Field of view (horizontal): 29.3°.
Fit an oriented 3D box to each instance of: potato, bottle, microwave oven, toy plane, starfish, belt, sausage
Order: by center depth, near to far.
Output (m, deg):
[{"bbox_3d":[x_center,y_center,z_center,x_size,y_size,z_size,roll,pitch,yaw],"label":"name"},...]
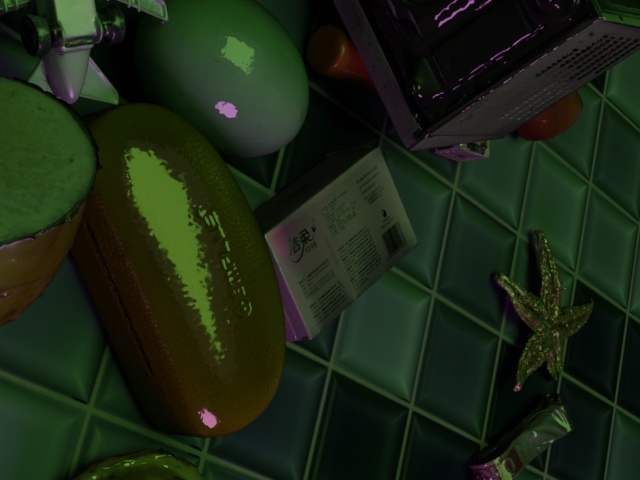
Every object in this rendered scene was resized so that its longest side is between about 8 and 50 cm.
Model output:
[{"bbox_3d":[-0.364,-0.031,1.077,0.299,0.196,0.246,18,46,-13],"label":"potato"},{"bbox_3d":[-0.251,-0.246,1.170,0.251,0.101,0.255,-15,112,-34],"label":"toy plane"},{"bbox_3d":[0.179,-0.353,1.521,0.247,0.333,0.394,-9,70,-52],"label":"microwave oven"},{"bbox_3d":[0.064,-0.231,1.624,0.187,0.069,0.069,14,75,-47],"label":"bottle"},{"bbox_3d":[0.301,0.293,1.793,0.232,0.071,0.053,-31,100,-44],"label":"belt"},{"bbox_3d":[0.295,-0.272,1.840,0.259,0.113,0.113,54,51,-27],"label":"sausage"},{"bbox_3d":[0.349,0.105,1.887,0.295,0.048,0.231,-29,105,-45],"label":"starfish"}]

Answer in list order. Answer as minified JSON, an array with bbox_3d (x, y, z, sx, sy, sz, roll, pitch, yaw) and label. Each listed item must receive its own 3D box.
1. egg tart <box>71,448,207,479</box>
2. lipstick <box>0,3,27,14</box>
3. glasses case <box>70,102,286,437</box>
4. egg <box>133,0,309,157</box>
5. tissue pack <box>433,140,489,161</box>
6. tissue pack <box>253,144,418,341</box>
[{"bbox_3d":[-0.166,0.371,1.264,0.315,0.120,0.315,7,81,-45],"label":"egg tart"},{"bbox_3d":[-0.250,-0.312,1.305,0.304,0.076,0.076,-36,110,-44],"label":"lipstick"},{"bbox_3d":[-0.148,0.027,1.314,0.173,0.141,0.371,-35,110,-44],"label":"glasses case"},{"bbox_3d":[-0.107,-0.186,1.366,0.231,0.168,0.168,41,57,-38],"label":"egg"},{"bbox_3d":[0.203,-0.167,1.764,0.074,0.059,0.094,14,74,-42],"label":"tissue pack"},{"bbox_3d":[0.000,0.000,1.505,0.246,0.092,0.148,-38,113,-42],"label":"tissue pack"}]
